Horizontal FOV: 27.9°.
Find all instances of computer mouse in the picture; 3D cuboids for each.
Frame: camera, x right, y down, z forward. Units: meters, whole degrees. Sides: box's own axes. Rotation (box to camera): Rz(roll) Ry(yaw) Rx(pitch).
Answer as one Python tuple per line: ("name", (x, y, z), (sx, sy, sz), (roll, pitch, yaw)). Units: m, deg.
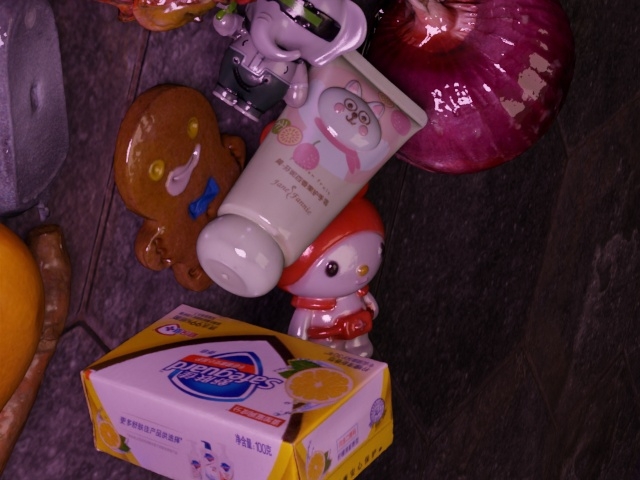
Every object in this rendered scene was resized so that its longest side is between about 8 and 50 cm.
("computer mouse", (-0.258, -0.113, 1.049), (0.113, 0.068, 0.229), (-58, 158, -49))

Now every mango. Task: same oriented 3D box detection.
("mango", (-0.311, 0.095, 0.980), (0.175, 0.139, 0.254), (33, 81, -51))

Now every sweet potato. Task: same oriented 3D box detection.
("sweet potato", (-0.273, 0.115, 1.118), (0.075, 0.075, 0.273), (48, 60, -55))

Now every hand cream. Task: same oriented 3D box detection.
("hand cream", (-0.014, -0.073, 1.347), (0.147, 0.093, 0.306), (40, 62, -8))

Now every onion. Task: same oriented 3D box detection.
("onion", (0.189, -0.204, 1.584), (0.272, 0.230, 0.256), (-14, 115, -64))

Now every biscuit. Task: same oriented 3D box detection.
("biscuit", (-0.136, -0.054, 1.303), (0.180, 0.039, 0.236), (-56, 143, -27))

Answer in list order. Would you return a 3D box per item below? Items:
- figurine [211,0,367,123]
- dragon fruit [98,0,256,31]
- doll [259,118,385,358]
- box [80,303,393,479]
("figurine", (-0.036, -0.215, 1.312), (0.192, 0.147, 0.126), (-55, 167, 2))
("dragon fruit", (-0.096, -0.329, 1.026), (0.296, 0.263, 0.314), (39, 70, -57))
("doll", (0.000, 0.000, 1.450), (0.161, 0.130, 0.290), (-18, 105, -37))
("box", (-0.081, 0.164, 1.261), (0.168, 0.265, 0.097), (-33, 127, -46))
